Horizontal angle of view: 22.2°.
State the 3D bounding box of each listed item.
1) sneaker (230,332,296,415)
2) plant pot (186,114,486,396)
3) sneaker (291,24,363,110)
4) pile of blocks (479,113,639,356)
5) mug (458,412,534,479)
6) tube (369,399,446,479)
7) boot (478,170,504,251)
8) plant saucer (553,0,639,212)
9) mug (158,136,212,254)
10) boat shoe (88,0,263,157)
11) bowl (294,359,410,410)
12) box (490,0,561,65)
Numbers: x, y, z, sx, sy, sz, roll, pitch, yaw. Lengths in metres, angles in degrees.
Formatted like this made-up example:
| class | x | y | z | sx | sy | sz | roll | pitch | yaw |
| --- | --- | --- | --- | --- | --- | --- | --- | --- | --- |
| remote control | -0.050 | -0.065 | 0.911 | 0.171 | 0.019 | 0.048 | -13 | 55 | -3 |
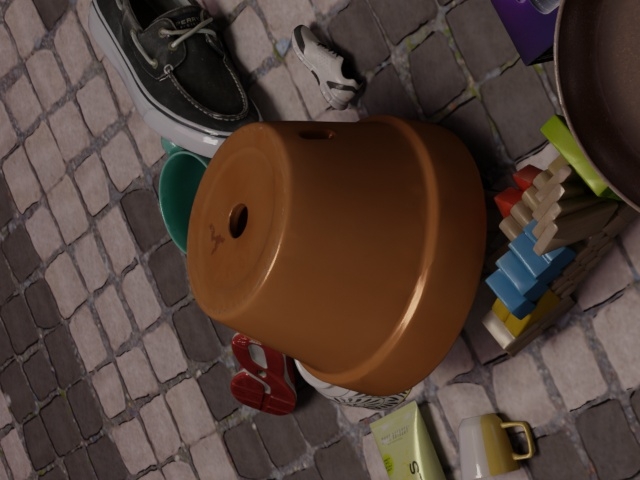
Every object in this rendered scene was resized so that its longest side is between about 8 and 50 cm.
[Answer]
| class | x | y | z | sx | sy | sz | roll | pitch | yaw |
| --- | --- | --- | --- | --- | --- | --- | --- | --- | --- |
| sneaker | -0.049 | 0.116 | 1.931 | 0.087 | 0.128 | 0.221 | 19 | 152 | 5 |
| plant pot | 0.000 | 0.000 | 1.639 | 0.291 | 0.203 | 0.291 | -27 | 57 | 51 |
| sneaker | 0.009 | -0.196 | 1.778 | 0.044 | 0.040 | 0.109 | -43 | 73 | 30 |
| pile of blocks | 0.211 | -0.036 | 1.505 | 0.113 | 0.149 | 0.362 | 52 | 136 | 23 |
| mug | 0.180 | 0.214 | 1.711 | 0.062 | 0.078 | 0.064 | 117 | 141 | -80 |
| tube | 0.120 | 0.302 | 1.802 | 0.070 | 0.062 | 0.240 | -22 | 78 | 10 |
| boot | 0.142 | -0.034 | 1.676 | 0.118 | 0.042 | 0.087 | 32 | 119 | 37 |
| plant saucer | 0.344 | -0.152 | 1.298 | 0.310 | 0.050 | 0.311 | 4 | 102 | 17 |
| mug | -0.116 | -0.063 | 1.914 | 0.129 | 0.097 | 0.158 | 7 | 108 | 48 |
| boat shoe | -0.175 | -0.223 | 1.908 | 0.335 | 0.121 | 0.119 | 46 | 137 | 32 |
| bowl | 0.021 | 0.121 | 1.833 | 0.170 | 0.080 | 0.170 | 21 | 119 | 45 |
| box | 0.209 | -0.317 | 1.451 | 0.184 | 0.103 | 0.261 | -38 | 73 | 46 |
